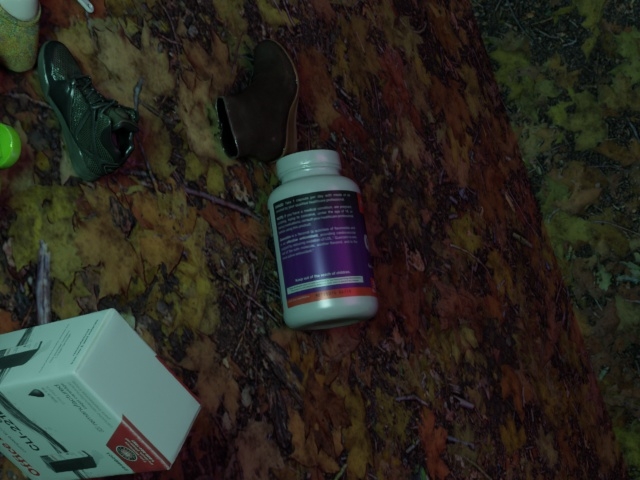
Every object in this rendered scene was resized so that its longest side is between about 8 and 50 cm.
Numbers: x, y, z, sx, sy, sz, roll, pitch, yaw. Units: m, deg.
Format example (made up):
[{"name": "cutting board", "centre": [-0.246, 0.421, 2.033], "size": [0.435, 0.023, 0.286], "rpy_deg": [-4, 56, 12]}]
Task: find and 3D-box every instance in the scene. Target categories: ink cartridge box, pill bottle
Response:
[{"name": "ink cartridge box", "centre": [-0.328, 0.212, 1.478], "size": [0.197, 0.273, 0.114], "rpy_deg": [53, 43, -28]}, {"name": "pill bottle", "centre": [0.000, 0.000, 2.118], "size": [0.181, 0.181, 0.323], "rpy_deg": [7, 71, -54]}]

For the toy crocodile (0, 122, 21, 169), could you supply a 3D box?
[{"name": "toy crocodile", "centre": [-0.505, -0.195, 1.554], "size": [0.115, 0.105, 0.341], "rpy_deg": [5, 69, -71]}]

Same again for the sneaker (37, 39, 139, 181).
[{"name": "sneaker", "centre": [-0.354, -0.216, 1.748], "size": [0.087, 0.130, 0.227], "rpy_deg": [-24, 94, -58]}]

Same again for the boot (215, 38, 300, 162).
[{"name": "boot", "centre": [-0.124, -0.272, 2.135], "size": [0.207, 0.090, 0.248], "rpy_deg": [-5, 84, -58]}]

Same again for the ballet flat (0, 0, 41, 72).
[{"name": "ballet flat", "centre": [-0.483, -0.426, 1.661], "size": [0.123, 0.123, 0.349], "rpy_deg": [-27, 99, -56]}]

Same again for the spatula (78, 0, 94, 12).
[{"name": "spatula", "centre": [-0.440, -0.495, 1.843], "size": [0.242, 0.019, 0.168], "rpy_deg": [49, 36, -34]}]
